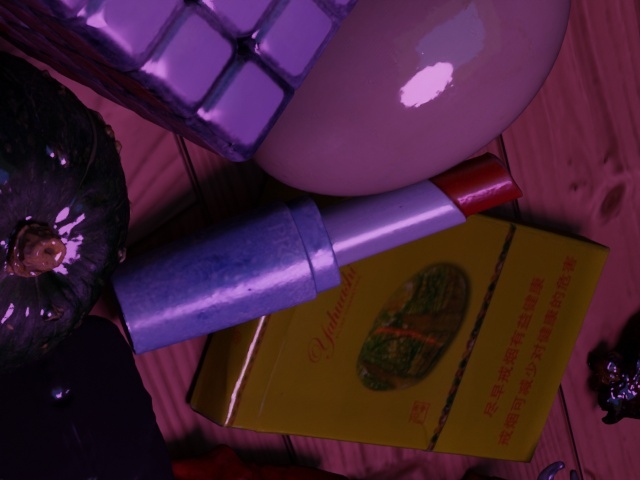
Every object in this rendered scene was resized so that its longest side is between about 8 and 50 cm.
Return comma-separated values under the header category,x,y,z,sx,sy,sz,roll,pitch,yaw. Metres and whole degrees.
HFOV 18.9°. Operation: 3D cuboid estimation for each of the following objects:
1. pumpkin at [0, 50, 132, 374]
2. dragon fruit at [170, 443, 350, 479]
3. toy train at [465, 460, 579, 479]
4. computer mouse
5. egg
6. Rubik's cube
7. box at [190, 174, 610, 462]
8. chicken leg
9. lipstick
category,x,y,z,sx,sy,sz,roll,pitch,yaw
pumpkin,-0.193,-0.013,1.058,0.190,0.146,0.190,-48,152,-36
dragon fruit,-0.120,0.304,1.270,0.330,0.302,0.240,10,135,-28
toy train,0.087,0.329,1.460,0.231,0.163,0.369,22,94,-32
computer mouse,-0.150,0.144,1.154,0.122,0.073,0.217,-13,77,-30
egg,0.046,-0.131,1.189,0.241,0.186,0.186,-41,132,-5
Rubik's cube,-0.106,-0.217,0.980,0.238,0.237,0.237,39,80,-45
box,0.067,0.059,1.394,0.335,0.047,0.187,12,101,-45
chicken leg,0.318,0.062,1.619,0.253,0.051,0.106,-49,128,-18
lipstick,0.000,0.000,1.232,0.274,0.061,0.068,-20,98,-9
